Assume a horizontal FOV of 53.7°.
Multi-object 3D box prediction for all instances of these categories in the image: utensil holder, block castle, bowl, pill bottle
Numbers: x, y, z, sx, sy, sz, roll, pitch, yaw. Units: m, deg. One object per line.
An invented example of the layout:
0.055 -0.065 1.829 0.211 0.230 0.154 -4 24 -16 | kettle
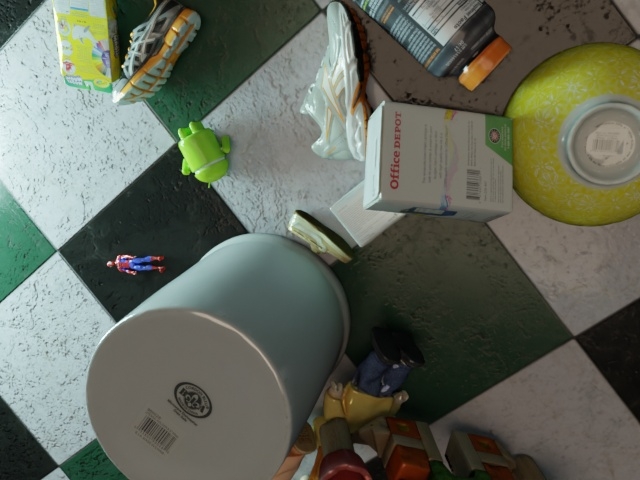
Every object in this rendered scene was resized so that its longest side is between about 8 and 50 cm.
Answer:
-0.141 0.185 1.030 0.327 0.385 0.327 3 103 11 | utensil holder
0.181 0.498 1.061 0.453 0.213 0.303 15 106 -10 | block castle
0.417 -0.150 0.945 0.289 0.156 0.289 3 103 13 | bowl
0.174 -0.342 0.968 0.245 0.130 0.130 43 108 0 | pill bottle

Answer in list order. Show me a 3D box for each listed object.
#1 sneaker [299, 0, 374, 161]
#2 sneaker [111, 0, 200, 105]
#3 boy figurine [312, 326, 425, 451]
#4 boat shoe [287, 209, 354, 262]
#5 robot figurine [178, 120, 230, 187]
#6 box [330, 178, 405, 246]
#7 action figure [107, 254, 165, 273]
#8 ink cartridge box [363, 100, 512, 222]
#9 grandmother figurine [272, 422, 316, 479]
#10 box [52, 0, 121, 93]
0.018 -0.256 1.044 0.121 0.099 0.262 -3 101 18 | sneaker
-0.301 -0.329 1.108 0.083 0.084 0.215 41 99 4 | sneaker
0.078 0.290 1.147 0.177 0.092 0.285 11 124 -31 | boy figurine
0.000 0.000 1.133 0.135 0.050 0.045 39 112 12 | boat shoe
-0.208 -0.155 1.131 0.101 0.067 0.115 -27 96 12 | robot figurine
0.087 -0.058 1.069 0.102 0.101 0.087 -37 92 18 | box
-0.363 0.046 1.235 0.115 0.030 0.038 0 108 15 | action figure
0.180 -0.118 0.980 0.212 0.093 0.154 5 80 -12 | ink cartridge box
-0.112 0.486 1.223 0.208 0.104 0.342 10 123 -25 | grandmother figurine
-0.412 -0.356 1.124 0.105 0.043 0.179 12 120 8 | box
